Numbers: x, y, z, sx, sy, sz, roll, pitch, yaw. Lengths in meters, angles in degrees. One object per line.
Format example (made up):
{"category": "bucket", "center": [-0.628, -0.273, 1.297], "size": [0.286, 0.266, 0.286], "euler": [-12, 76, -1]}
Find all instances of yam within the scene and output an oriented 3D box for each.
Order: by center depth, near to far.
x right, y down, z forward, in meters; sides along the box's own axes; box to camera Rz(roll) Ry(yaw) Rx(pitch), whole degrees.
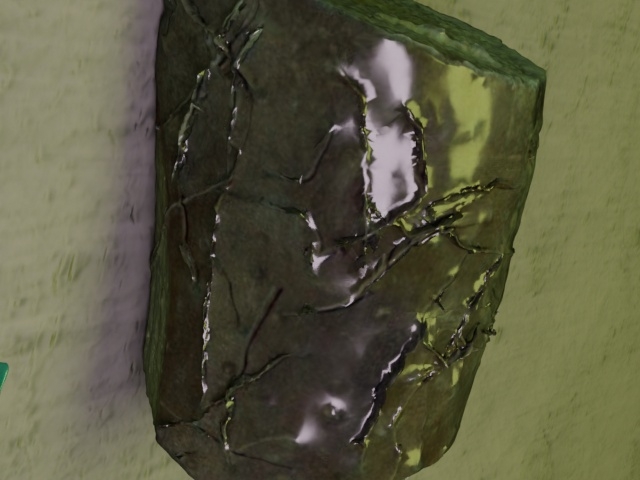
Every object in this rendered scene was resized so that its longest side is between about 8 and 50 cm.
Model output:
{"category": "yam", "center": [0.005, 0.001, 0.799], "size": [0.202, 0.201, 0.271], "euler": [-15, 127, -60]}

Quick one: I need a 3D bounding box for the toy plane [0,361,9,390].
{"category": "toy plane", "center": [-0.189, 0.154, 0.614], "size": [0.060, 0.096, 0.235], "euler": [40, 53, -67]}
